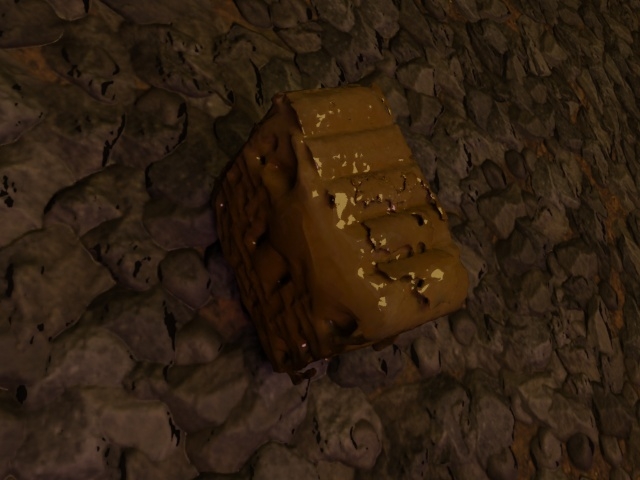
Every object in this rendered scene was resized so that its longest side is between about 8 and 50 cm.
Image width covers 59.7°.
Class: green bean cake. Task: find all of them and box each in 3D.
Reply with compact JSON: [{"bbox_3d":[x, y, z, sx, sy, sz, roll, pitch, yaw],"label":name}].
[{"bbox_3d":[0.000,0.000,0.506,0.131,0.230,0.224,-14,76,-32],"label":"green bean cake"}]
